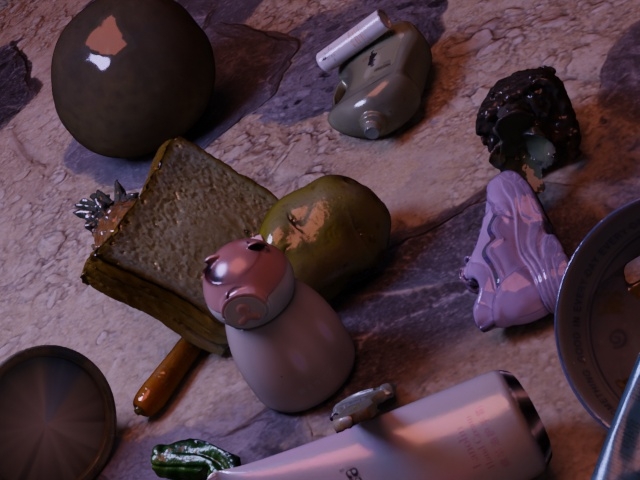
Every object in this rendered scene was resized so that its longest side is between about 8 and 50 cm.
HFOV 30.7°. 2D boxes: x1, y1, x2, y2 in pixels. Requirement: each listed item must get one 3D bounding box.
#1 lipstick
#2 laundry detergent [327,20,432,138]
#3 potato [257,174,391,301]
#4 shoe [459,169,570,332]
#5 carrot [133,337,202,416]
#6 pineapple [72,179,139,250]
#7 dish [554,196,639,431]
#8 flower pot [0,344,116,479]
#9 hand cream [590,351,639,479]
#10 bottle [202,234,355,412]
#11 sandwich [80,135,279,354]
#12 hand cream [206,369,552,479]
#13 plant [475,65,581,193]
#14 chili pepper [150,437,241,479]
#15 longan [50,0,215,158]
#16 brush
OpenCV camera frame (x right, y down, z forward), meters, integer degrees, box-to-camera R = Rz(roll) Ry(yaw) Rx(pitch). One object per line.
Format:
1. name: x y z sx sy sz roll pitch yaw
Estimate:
1. lipstick: 0.054 -0.332 1.946 0.141 0.040 0.040 -32 30 30
2. laundry detergent: 0.094 -0.250 1.922 0.181 0.091 0.253 -20 35 26
3. potato: -0.001 -0.003 1.639 0.200 0.137 0.154 -38 35 -12
4. shoe: 0.235 0.015 1.474 0.137 0.095 0.245 -23 41 7
5. carrot: -0.192 0.156 1.672 0.043 0.043 0.248 2 45 39
6. pineapple: -0.315 -0.010 1.897 0.169 0.169 0.340 -41 27 -14
7. dish: 0.395 0.088 1.219 0.273 0.134 0.273 -4 82 30
8. flower pot: -0.426 0.253 1.606 0.202 0.212 0.212 -9 39 45
9. hand cream: 0.321 0.188 1.154 0.083 0.048 0.224 27 92 31
10. bottle: -0.065 0.094 1.476 0.147 0.236 0.147 -20 36 15
11. sandwich: -0.175 0.006 1.686 0.095 0.249 0.273 -51 11 49
12. hand cream: 0.069 0.262 1.250 0.358 0.185 0.118 -27 -6 3
13. plant: 0.286 -0.158 1.610 0.131 0.142 0.203 -20 30 26
14. chili pepper: -0.139 0.292 1.451 0.073 0.050 0.182 -41 37 -27
15. longan: -0.353 -0.308 2.173 0.319 0.319 0.319 -21 35 15
16. brush: 0.045 0.182 1.284 0.085 0.020 0.336 -22 -5 2
